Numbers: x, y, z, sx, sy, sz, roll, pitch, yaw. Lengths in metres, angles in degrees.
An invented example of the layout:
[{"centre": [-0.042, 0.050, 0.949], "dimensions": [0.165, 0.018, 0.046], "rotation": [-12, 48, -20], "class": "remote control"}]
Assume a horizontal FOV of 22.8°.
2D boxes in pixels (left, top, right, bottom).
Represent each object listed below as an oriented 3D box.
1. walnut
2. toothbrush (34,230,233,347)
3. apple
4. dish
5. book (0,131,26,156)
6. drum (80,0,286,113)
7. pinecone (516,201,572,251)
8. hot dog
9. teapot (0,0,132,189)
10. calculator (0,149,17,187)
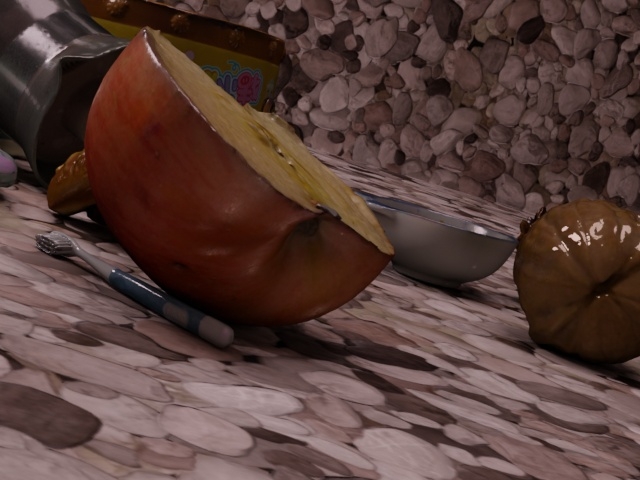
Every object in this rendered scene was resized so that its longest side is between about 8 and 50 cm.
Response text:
[{"centre": [0.316, 0.047, 1.819], "dimensions": [0.213, 0.213, 0.213], "rotation": [18, 7, -2], "class": "walnut"}, {"centre": [-0.161, 0.036, 1.320], "dimensions": [0.025, 0.019, 0.275], "rotation": [0, 17, -41], "class": "toothbrush"}, {"centre": [-0.089, -0.026, 1.335], "dimensions": [0.293, 0.163, 0.251], "rotation": [32, 16, -44], "class": "apple"}, {"centre": [0.146, 0.009, 2.078], "dimensions": [0.236, 0.086, 0.228], "rotation": [16, 6, -13], "class": "dish"}, {"centre": [-0.542, -0.160, 1.859], "dimensions": [0.264, 0.031, 0.379], "rotation": [21, 7, 23], "class": "book"}, {"centre": [-0.266, -0.225, 2.198], "dimensions": [0.431, 0.214, 0.431], "rotation": [14, 4, -1], "class": "drum"}, {"centre": [0.347, 0.024, 2.158], "dimensions": [0.173, 0.173, 0.173], "rotation": [18, 7, -2], "class": "pinecone"}, {"centre": [-0.172, -0.071, 1.557], "dimensions": [0.115, 0.072, 0.269], "rotation": [23, -27, -34], "class": "hot dog"}, {"centre": [-0.354, -0.210, 1.846], "dimensions": [0.344, 0.253, 0.300], "rotation": [40, -16, 28], "class": "teapot"}, {"centre": [-0.425, -0.094, 1.585], "dimensions": [0.246, 0.045, 0.141], "rotation": [15, 7, -19], "class": "calculator"}]
